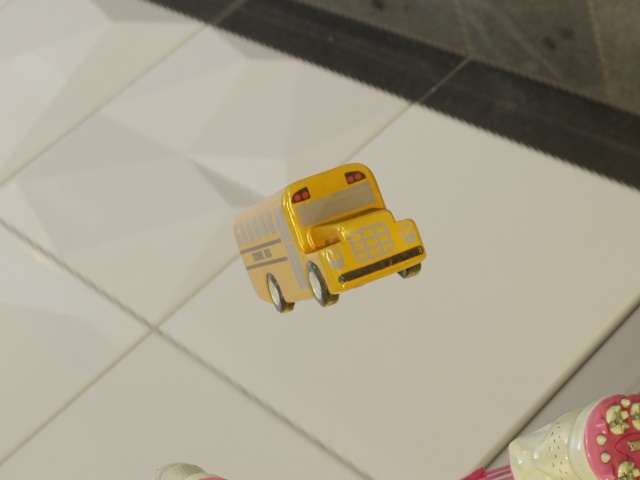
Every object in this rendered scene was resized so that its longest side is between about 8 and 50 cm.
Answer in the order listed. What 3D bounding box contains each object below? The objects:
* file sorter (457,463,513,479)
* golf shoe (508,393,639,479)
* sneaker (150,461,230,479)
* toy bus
[{"bbox_3d":[0.287,0.435,1.789,0.182,0.291,0.202,-25,82,27],"label":"file sorter"},{"bbox_3d":[0.310,0.212,1.224,0.306,0.115,0.140,15,153,-42],"label":"golf shoe"},{"bbox_3d":[-0.123,0.321,1.181,0.111,0.103,0.252,-143,57,-60],"label":"sneaker"},{"bbox_3d":[0.000,0.000,1.336,0.333,0.108,0.130,160,91,-74],"label":"toy bus"}]
